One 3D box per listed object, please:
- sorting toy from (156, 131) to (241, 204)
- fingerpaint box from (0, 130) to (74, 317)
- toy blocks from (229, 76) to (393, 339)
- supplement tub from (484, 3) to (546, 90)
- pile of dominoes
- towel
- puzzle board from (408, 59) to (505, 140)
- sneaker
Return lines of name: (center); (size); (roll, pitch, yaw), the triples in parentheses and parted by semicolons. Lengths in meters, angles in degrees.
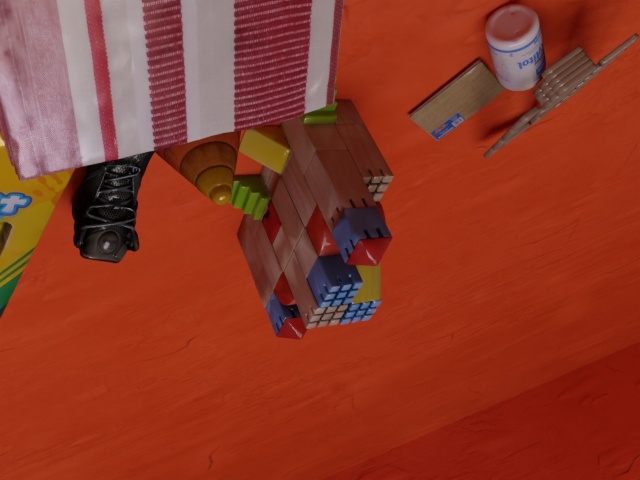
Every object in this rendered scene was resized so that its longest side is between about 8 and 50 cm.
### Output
sorting toy: (-0.081, -0.171, 0.864); (0.127, 0.126, 0.365); (1, 141, -36)
fingerpaint box: (-0.510, -0.046, 0.720); (0.445, 0.163, 0.371); (5, 137, -40)
toy blocks: (0.000, 0.000, 1.046); (0.191, 0.260, 0.381); (-5, 144, -28)
supplement tub: (0.265, -0.260, 1.018); (0.071, 0.071, 0.107); (-30, 148, 9)
pile of dominoes: (0.333, -0.216, 1.101); (0.196, 0.040, 0.251); (-36, 176, -5)
towel: (-0.126, -0.192, 0.666); (0.329, 0.037, 0.237); (-17, 135, -25)
puzzle board: (0.202, -0.206, 1.115); (0.128, 0.011, 0.096); (-37, 148, 20)
sneaker: (-0.247, -0.059, 0.915); (0.087, 0.130, 0.227); (7, 135, -31)
